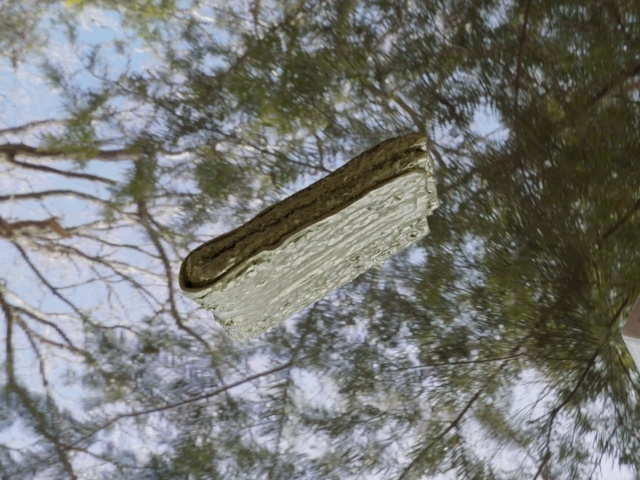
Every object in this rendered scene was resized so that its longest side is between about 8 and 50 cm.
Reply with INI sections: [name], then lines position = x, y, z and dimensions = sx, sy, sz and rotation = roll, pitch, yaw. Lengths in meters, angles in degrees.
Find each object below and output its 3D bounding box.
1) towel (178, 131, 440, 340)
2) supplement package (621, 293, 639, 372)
[towel]
position = 0.000, 0.000, 0.487
dimensions = 0.148, 0.110, 0.027
rotation = -32, -113, -3
[supplement package]
position = 0.394, 0.073, 0.607
dimensions = 0.293, 0.175, 0.177
rotation = 13, -119, 43
